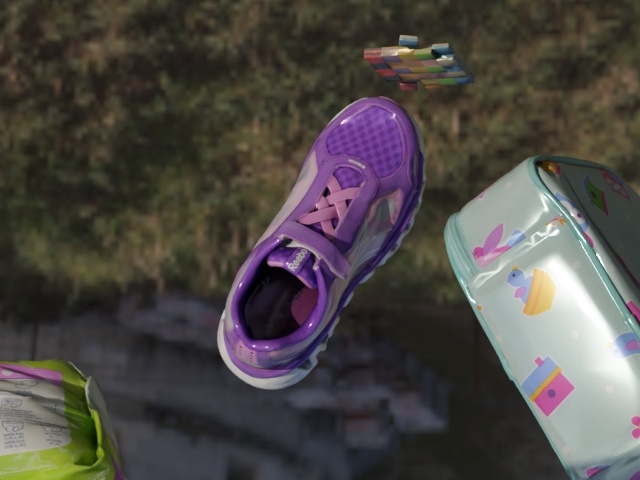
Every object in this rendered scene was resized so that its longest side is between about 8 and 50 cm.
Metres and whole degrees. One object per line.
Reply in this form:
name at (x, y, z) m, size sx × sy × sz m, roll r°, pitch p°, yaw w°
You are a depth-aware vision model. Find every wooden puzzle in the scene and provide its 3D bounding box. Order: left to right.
wooden puzzle at (0.056, -0.097, 1.003) m, size 0.049 × 0.006 × 0.083 m, roll -1°, pitch 165°, yaw 23°

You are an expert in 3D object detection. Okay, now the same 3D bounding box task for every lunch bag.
lunch bag at (0.215, 0.078, 1.268) m, size 0.108 × 0.279 × 0.224 m, roll -35°, pitch 164°, yaw 22°

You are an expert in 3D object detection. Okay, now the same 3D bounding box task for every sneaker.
sneaker at (0.000, 0.000, 1.314) m, size 0.095 × 0.236 × 0.104 m, roll 29°, pitch 177°, yaw 10°

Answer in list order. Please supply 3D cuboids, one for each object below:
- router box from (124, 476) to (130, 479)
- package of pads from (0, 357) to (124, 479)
router box at (-0.195, 0.233, 1.173) m, size 0.335 × 0.082 × 0.301 m, roll 9°, pitch -169°, yaw -46°
package of pads at (-0.209, 0.166, 0.632) m, size 0.296 × 0.229 × 0.101 m, roll -7°, pitch -160°, yaw -9°
